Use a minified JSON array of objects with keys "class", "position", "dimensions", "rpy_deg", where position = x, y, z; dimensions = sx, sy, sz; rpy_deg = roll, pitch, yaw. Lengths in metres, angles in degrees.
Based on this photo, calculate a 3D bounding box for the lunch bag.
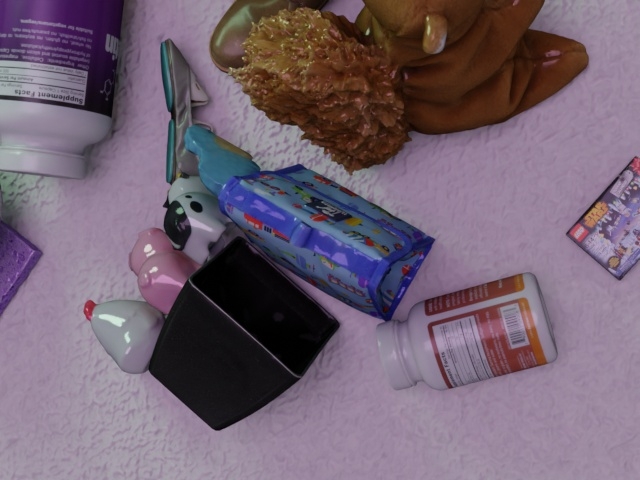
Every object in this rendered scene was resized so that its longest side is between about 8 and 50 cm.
[{"class":"lunch bag","position":[0.000,0.000,1.484],"dimensions":[0.221,0.293,0.138],"rpy_deg":[30,95,12]}]

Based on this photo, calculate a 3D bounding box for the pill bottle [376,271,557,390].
[{"class":"pill bottle","position":[0.188,0.124,1.526],"dimensions":[0.216,0.121,0.121],"rpy_deg":[-16,85,13]}]

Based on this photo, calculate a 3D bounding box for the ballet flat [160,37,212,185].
[{"class":"ballet flat","position":[-0.187,-0.177,1.658],"dimensions":[0.068,0.072,0.213],"rpy_deg":[-3,88,-14]}]

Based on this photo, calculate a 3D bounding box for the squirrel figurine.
[{"class":"squirrel figurine","position":[0.099,-0.242,1.428],"dimensions":[0.397,0.370,0.281],"rpy_deg":[-36,81,10]}]

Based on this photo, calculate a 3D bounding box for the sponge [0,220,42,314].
[{"class":"sponge","position":[-0.513,0.068,1.735],"dimensions":[0.117,0.031,0.210],"rpy_deg":[37,96,12]}]

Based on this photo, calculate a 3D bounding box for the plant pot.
[{"class":"plant pot","position":[-0.116,0.136,1.563],"dimensions":[0.187,0.188,0.167],"rpy_deg":[42,116,1]}]

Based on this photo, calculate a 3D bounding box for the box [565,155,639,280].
[{"class":"box","position":[0.399,-0.028,1.529],"dimensions":[0.094,0.027,0.137],"rpy_deg":[42,98,12]}]

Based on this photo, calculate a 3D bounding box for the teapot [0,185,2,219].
[{"class":"teapot","position":[-0.582,-0.051,1.653],"dimensions":[0.252,0.187,0.256],"rpy_deg":[34,66,-24]}]

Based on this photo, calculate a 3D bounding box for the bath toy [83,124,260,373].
[{"class":"bath toy","position":[-0.211,0.020,1.606],"dimensions":[0.129,0.151,0.348],"rpy_deg":[33,109,5]}]

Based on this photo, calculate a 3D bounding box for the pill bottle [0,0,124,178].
[{"class":"pill bottle","position":[-0.373,-0.251,1.636],"dimensions":[0.181,0.181,0.323],"rpy_deg":[6,90,13]}]

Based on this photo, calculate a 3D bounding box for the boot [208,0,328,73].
[{"class":"boot","position":[-0.041,-0.344,1.597],"dimensions":[0.305,0.115,0.112],"rpy_deg":[-39,82,10]}]
